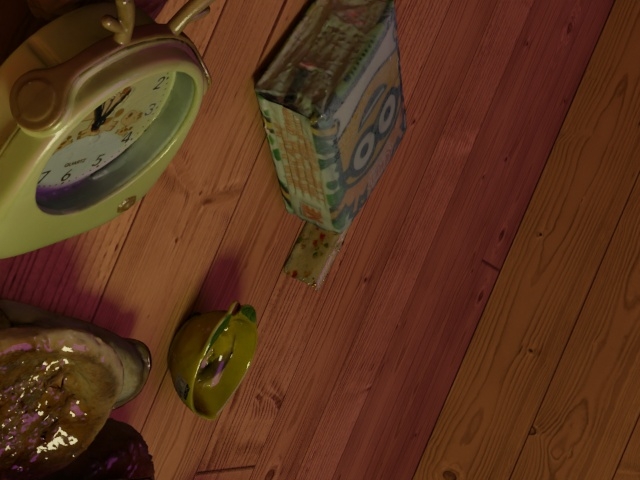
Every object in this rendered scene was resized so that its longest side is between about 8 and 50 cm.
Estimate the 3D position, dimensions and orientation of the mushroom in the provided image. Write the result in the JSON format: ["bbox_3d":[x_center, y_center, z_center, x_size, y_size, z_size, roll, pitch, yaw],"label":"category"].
[{"bbox_3d":[-0.287,0.139,1.327,0.100,0.081,0.312,-66,157,-5],"label":"mushroom"}]

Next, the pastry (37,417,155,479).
[{"bbox_3d":[-0.298,0.312,1.450,0.192,0.093,0.182,-39,146,-38],"label":"pastry"}]

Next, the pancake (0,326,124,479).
[{"bbox_3d":[-0.330,0.187,1.201,0.282,0.049,0.282,-26,144,-20],"label":"pancake"}]

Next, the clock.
[{"bbox_3d":[-0.210,-0.123,1.068,0.235,0.096,0.308,-23,157,-52],"label":"clock"}]

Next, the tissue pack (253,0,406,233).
[{"bbox_3d":[0.024,-0.185,1.678,0.228,0.128,0.311,-57,158,-24],"label":"tissue pack"}]

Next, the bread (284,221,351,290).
[{"bbox_3d":[0.000,0.000,1.883,0.154,0.068,0.028,-63,160,-8],"label":"bread"}]

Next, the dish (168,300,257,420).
[{"bbox_3d":[-0.162,0.158,1.643,0.149,0.080,0.208,-29,138,-53],"label":"dish"}]

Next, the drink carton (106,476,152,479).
[{"bbox_3d":[-0.267,0.369,1.262,0.324,0.194,0.132,10,113,-53],"label":"drink carton"}]

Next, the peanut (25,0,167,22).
[{"bbox_3d":[-0.198,-0.277,1.075,0.197,0.110,0.233,-61,159,8],"label":"peanut"}]
